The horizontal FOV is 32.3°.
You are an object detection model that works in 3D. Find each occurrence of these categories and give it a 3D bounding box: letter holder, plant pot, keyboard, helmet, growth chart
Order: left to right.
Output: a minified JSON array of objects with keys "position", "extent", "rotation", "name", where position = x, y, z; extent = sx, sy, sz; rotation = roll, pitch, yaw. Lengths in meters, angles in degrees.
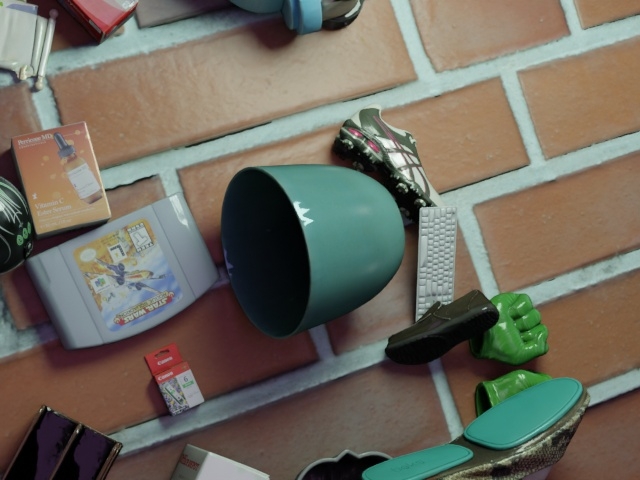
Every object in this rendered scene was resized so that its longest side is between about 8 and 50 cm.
[{"position":[-0.554,-0.035,1.780],"extent":[0.169,0.169,0.162],"rotation":[-30,127,-17],"name":"helmet"},{"position":[-0.572,-0.374,1.906],"extent":[0.237,0.021,0.172],"rotation":[17,79,-13],"name":"growth chart"},{"position":[-0.448,0.426,1.741],"extent":[0.152,0.214,0.302],"rotation":[28,77,-5],"name":"letter holder"},{"position":[0.000,0.000,1.898],"extent":[0.235,0.293,0.293],"rotation":[-13,87,-32],"name":"plant pot"},{"position":[0.211,0.061,2.030],"extent":[0.072,0.014,0.256],"rotation":[-6,109,-19],"name":"keyboard"}]

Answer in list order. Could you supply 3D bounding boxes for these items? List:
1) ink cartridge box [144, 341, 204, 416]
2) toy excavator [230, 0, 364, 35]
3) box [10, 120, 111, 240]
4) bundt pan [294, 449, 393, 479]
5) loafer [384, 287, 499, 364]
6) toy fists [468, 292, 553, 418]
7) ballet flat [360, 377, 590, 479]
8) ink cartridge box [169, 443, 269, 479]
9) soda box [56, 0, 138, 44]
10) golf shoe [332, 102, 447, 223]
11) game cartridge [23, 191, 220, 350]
[{"position":[-0.254,0.240,1.920],"extent":[0.062,0.029,0.115],"rotation":[-24,91,-17],"name":"ink cartridge box"},{"position":[-0.164,-0.554,1.960],"extent":[0.445,0.222,0.433],"rotation":[-16,87,-8],"name":"toy excavator"},{"position":[-0.441,-0.100,1.875],"extent":[0.130,0.091,0.171],"rotation":[-16,88,-17],"name":"box"},{"position":[0.048,0.526,1.924],"extent":[0.330,0.124,0.331],"rotation":[2,83,-15],"name":"bundt pan"},{"position":[0.218,0.157,2.024],"extent":[0.220,0.078,0.080],"rotation":[-23,135,8],"name":"loafer"},{"position":[0.365,0.236,2.063],"extent":[0.142,0.096,0.279],"rotation":[-4,83,-17],"name":"toy fists"},{"position":[0.273,0.400,1.897],"extent":[0.482,0.164,0.182],"rotation":[-21,107,-27],"name":"ballet flat"},{"position":[-0.211,0.487,1.812],"extent":[0.117,0.207,0.283],"rotation":[27,77,-13],"name":"ink cartridge box"},{"position":[-0.441,-0.472,1.922],"extent":[0.263,0.083,0.092],"rotation":[46,74,-7],"name":"soda box"},{"position":[0.154,-0.137,2.045],"extent":[0.273,0.105,0.120],"rotation":[44,66,-8],"name":"golf shoe"},{"position":[-0.333,0.062,1.908],"extent":[0.297,0.062,0.198],"rotation":[-26,87,-17],"name":"game cartridge"}]
